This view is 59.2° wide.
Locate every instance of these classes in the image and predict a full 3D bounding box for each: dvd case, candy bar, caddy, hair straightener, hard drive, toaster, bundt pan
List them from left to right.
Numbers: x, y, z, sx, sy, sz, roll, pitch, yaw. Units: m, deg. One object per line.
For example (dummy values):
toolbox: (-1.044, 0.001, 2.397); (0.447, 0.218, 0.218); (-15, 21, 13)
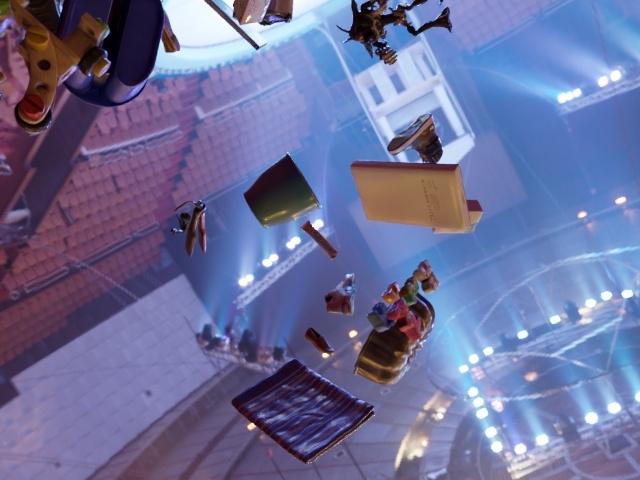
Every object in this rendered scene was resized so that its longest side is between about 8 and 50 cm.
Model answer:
caddy: (-0.544, -0.518, 1.448); (0.241, 0.341, 0.179); (15, 170, -29)
hair straightener: (-0.332, -0.027, 1.427); (0.089, 0.047, 0.230); (-18, 156, -23)
dvd case: (-0.312, -0.816, 2.108); (0.022, 0.253, 0.180); (-44, -166, 21)
toaster: (-0.175, -0.844, 1.972); (0.129, 0.146, 0.227); (0, -169, -41)
candy bar: (0.000, 0.000, 1.928); (0.040, 0.161, 0.018); (-45, 172, 13)
bundt pan: (0.241, 0.306, 1.720); (0.331, 0.124, 0.331); (-47, 158, -26)
hard drive: (0.255, -0.130, 1.608); (0.319, 0.210, 0.040); (8, -134, 34)

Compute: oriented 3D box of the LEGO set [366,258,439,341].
LEGO set: (0.159, 0.130, 1.025); (0.087, 0.093, 0.227); (-31, -175, 31)

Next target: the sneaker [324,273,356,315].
sneaker: (0.054, 0.144, 1.547); (0.083, 0.071, 0.190); (-6, -162, 12)

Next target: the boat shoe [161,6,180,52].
boat shoe: (-0.659, -0.880, 2.357); (0.073, 0.207, 0.073); (-3, -138, 13)

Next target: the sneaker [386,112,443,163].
sneaker: (0.331, -0.309, 1.924); (0.226, 0.163, 0.086); (-40, -149, -26)

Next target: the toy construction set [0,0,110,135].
toy construction set: (-0.488, -0.358, 0.927); (0.237, 0.257, 0.309); (-47, 171, -22)

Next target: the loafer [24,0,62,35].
loafer: (-0.726, -0.609, 1.462); (0.102, 0.268, 0.092); (-18, -154, -15)

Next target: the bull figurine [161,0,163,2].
bull figurine: (-0.453, -0.749, 1.509); (0.101, 0.188, 0.310); (-45, -153, -11)

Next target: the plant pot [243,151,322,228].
plant pot: (-0.170, -0.186, 2.356); (0.255, 0.271, 0.271); (-32, -171, 4)

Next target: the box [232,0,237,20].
box: (-0.240, -0.796, 1.824); (0.059, 0.168, 0.054); (6, 179, 33)

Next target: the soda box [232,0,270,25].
soda box: (-0.153, -0.577, 1.312); (0.063, 0.058, 0.183); (-19, 177, -21)

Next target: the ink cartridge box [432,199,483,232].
ink cartridge box: (0.427, -0.079, 1.856); (0.181, 0.104, 0.061); (-1, -134, -10)

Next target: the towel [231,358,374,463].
towel: (-0.054, 0.434, 1.483); (0.243, 0.040, 0.336); (-25, -152, -34)

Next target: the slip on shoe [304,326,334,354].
slip on shoe: (0.000, 0.366, 2.047); (0.051, 0.135, 0.041); (4, 116, -53)

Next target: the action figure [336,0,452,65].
action figure: (0.164, -0.520, 1.348); (0.276, 0.164, 0.141); (-11, -147, 23)
